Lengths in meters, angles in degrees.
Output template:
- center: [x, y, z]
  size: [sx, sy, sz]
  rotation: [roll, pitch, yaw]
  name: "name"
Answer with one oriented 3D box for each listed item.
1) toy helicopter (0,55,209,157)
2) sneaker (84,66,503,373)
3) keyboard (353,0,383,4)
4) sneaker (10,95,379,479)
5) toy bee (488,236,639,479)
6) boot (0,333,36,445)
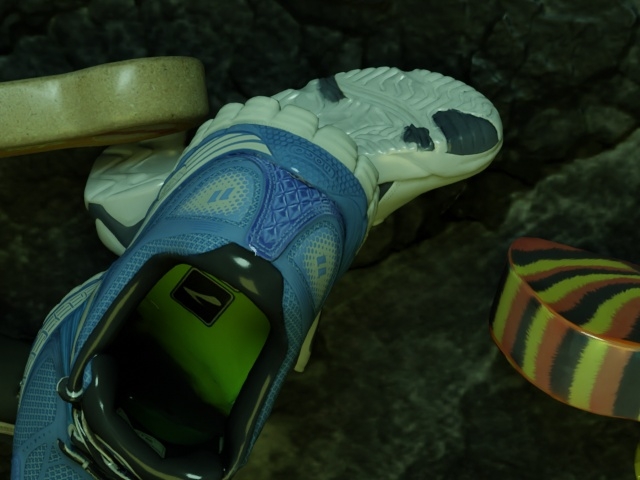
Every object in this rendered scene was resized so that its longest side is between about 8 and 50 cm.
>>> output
- center: [-0.229, -0.056, 0.811]
  size: [0.355, 0.235, 0.140]
  rotation: [-10, 85, -12]
  name: "toy helicopter"
- center: [0.000, 0.000, 0.900]
  size: [0.235, 0.094, 0.153]
  rotation: [-15, 125, 12]
  name: "sneaker"
- center: [-0.044, -0.179, 0.818]
  size: [0.180, 0.023, 0.108]
  rotation: [9, 125, -5]
  name: "keyboard"
- center: [-0.094, 0.076, 0.828]
  size: [0.130, 0.147, 0.330]
  rotation: [31, 129, -3]
  name: "sneaker"
- center: [0.248, 0.073, 0.902]
  size: [0.298, 0.162, 0.195]
  rotation: [-8, 123, 8]
  name: "toy bee"
- center: [-0.146, 0.067, 0.972]
  size: [0.137, 0.077, 0.198]
  rotation: [-37, 130, 19]
  name: "boot"
